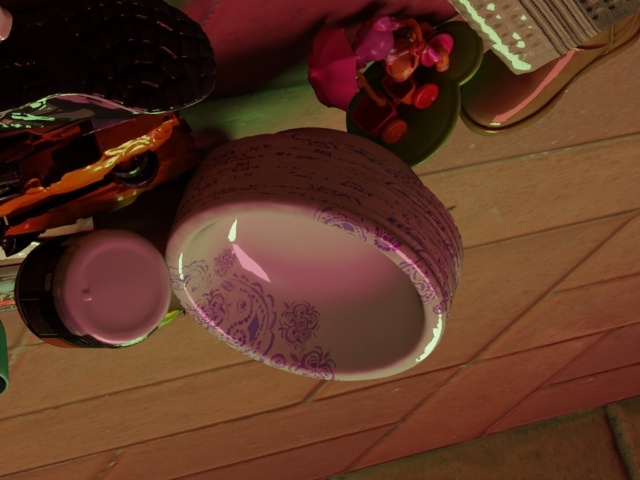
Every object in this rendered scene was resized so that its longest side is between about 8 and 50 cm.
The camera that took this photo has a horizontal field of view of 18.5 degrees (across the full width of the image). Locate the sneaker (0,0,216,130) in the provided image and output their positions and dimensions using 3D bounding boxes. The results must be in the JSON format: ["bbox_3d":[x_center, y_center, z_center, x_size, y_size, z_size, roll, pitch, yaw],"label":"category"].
[{"bbox_3d":[-0.231,-0.145,1.671,0.283,0.107,0.124,-5,172,-31],"label":"sneaker"}]

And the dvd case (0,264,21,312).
[{"bbox_3d":[-0.357,0.056,2.252,0.087,0.013,0.119,-8,161,-34],"label":"dvd case"}]

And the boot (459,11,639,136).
[{"bbox_3d":[0.235,-0.226,1.904,0.236,0.089,0.269,-38,166,-9],"label":"boot"}]

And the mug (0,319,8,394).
[{"bbox_3d":[-0.417,0.116,2.207,0.129,0.097,0.158,-1,154,-14],"label":"mug"}]

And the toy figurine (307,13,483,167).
[{"bbox_3d":[0.060,-0.167,1.898,0.173,0.130,0.159,-47,147,10],"label":"toy figurine"}]

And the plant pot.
[{"bbox_3d":[-0.155,0.006,2.100,0.165,0.167,0.167,-8,161,-11],"label":"plant pot"}]

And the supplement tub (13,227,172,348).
[{"bbox_3d":[-0.232,0.049,1.942,0.117,0.117,0.190,-11,-177,-27],"label":"supplement tub"}]

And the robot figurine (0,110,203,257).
[{"bbox_3d":[-0.266,-0.062,1.868,0.291,0.085,0.211,-21,163,2],"label":"robot figurine"}]

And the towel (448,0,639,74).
[{"bbox_3d":[0.226,-0.293,1.663,0.312,0.056,0.324,-28,144,17],"label":"towel"}]

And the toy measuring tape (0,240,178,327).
[{"bbox_3d":[-0.256,0.053,2.187,0.330,0.121,0.121,-2,155,-45],"label":"toy measuring tape"}]

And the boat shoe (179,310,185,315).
[{"bbox_3d":[-0.160,0.053,2.369,0.183,0.066,0.066,-1,154,-48],"label":"boat shoe"}]

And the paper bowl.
[{"bbox_3d":[0.000,0.000,1.925,0.284,0.148,0.284,13,144,9],"label":"paper bowl"}]

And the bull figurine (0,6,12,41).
[{"bbox_3d":[-0.389,-0.143,1.450,0.310,0.101,0.188,-12,163,-25],"label":"bull figurine"}]
